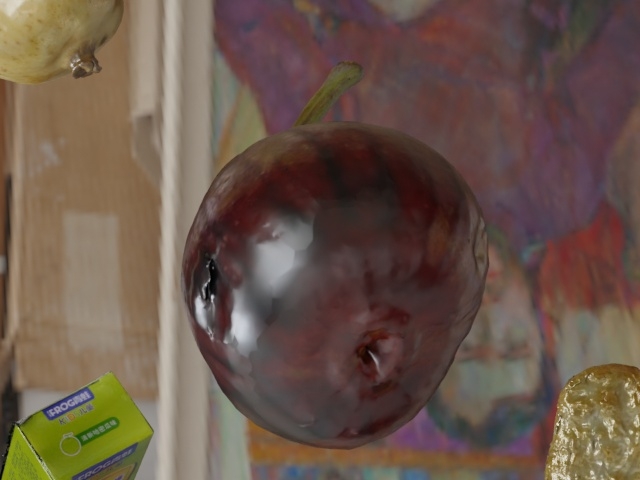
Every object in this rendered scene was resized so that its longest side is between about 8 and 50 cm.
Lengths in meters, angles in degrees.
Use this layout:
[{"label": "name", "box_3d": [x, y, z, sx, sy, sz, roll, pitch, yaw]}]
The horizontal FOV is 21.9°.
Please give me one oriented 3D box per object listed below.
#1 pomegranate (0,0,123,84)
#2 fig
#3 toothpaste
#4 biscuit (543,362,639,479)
[{"label": "pomegranate", "box_3d": [-0.292, -0.244, 1.736, 0.196, 0.196, 0.196, -8, 147, -5]}, {"label": "fig", "box_3d": [-0.012, 0.004, 1.049, 0.186, 0.249, 0.203, -6, 123, -28]}, {"label": "toothpaste", "box_3d": [-0.253, 0.250, 1.611, 0.110, 0.077, 0.327, -26, 159, -30]}, {"label": "biscuit", "box_3d": [0.277, 0.243, 1.615, 0.118, 0.247, 0.029, 8, 178, 0]}]
